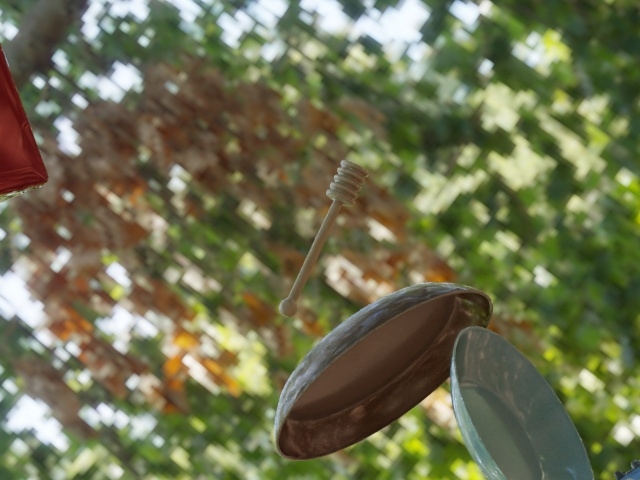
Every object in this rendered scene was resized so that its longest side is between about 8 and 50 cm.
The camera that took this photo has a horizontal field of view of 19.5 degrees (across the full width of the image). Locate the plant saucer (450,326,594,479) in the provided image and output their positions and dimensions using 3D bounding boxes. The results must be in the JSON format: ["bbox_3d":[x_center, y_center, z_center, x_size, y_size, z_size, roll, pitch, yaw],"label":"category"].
[{"bbox_3d":[0.162,0.165,1.585,0.037,0.195,0.195,-35,-12,24],"label":"plant saucer"}]

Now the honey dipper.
[{"bbox_3d":[0.000,0.000,1.778,0.161,0.030,0.030,-65,-18,-11],"label":"honey dipper"}]

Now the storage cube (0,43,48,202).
[{"bbox_3d":[-0.380,-0.090,1.581,0.183,0.215,0.193,-23,-3,43],"label":"storage cube"}]

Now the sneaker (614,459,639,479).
[{"bbox_3d":[0.271,0.198,1.258,0.237,0.086,0.085,10,-60,-34],"label":"sneaker"}]

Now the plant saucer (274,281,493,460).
[{"bbox_3d":[0.066,0.147,2.212,0.310,0.050,0.311,-31,-23,-15],"label":"plant saucer"}]
